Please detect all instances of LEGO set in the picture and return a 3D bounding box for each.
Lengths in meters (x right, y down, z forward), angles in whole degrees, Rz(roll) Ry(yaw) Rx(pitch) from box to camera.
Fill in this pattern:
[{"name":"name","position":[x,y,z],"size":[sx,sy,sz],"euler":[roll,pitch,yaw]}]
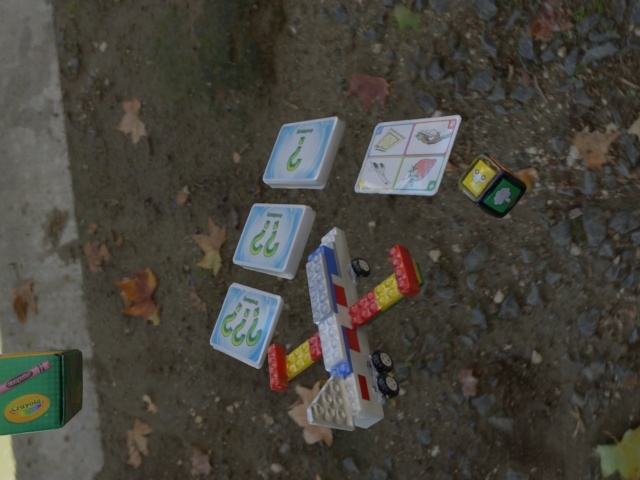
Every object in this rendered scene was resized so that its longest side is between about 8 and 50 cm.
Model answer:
[{"name":"LEGO set","position":[0.000,0.000,0.385],"size":[0.244,0.060,0.183],"euler":[9,78,55]}]

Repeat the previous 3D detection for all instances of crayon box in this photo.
[{"name":"crayon box","position":[-0.416,0.171,0.700],"size":[0.278,0.165,0.081],"euler":[-2,83,-15]}]
